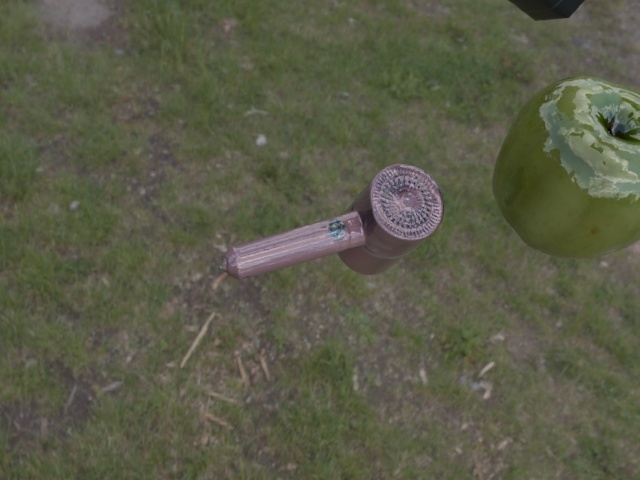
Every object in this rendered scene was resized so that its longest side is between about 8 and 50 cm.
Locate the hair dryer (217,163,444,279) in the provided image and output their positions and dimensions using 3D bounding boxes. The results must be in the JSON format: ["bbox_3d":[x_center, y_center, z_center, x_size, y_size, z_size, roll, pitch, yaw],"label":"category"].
[{"bbox_3d":[0.000,0.000,1.306,0.352,0.210,0.125,-15,77,-20],"label":"hair dryer"}]

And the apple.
[{"bbox_3d":[0.390,-0.101,1.249,0.279,0.279,0.279,7,50,-8],"label":"apple"}]

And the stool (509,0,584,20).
[{"bbox_3d":[0.521,-0.611,1.868,0.141,0.232,0.232,28,44,-27],"label":"stool"}]
